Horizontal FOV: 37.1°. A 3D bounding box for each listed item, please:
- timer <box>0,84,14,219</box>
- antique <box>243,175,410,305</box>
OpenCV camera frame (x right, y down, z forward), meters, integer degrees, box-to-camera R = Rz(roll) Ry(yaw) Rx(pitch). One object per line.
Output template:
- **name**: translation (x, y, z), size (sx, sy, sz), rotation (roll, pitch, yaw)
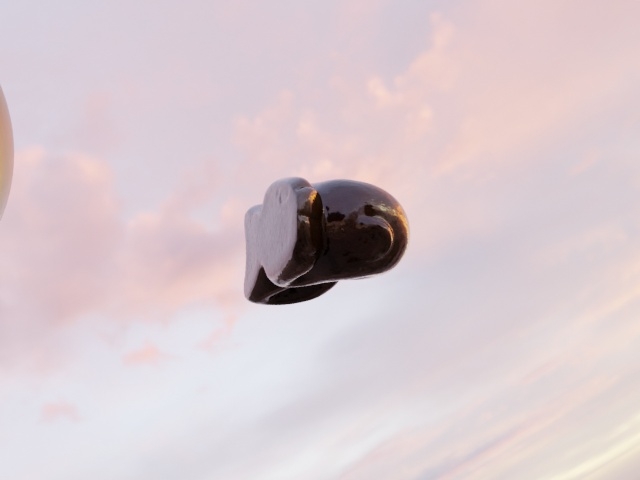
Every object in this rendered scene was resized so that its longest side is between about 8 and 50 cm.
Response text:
- **timer**: translation (-0.470, -0.108, 0.828), size (0.376, 0.387, 0.376), rotation (-43, -20, -20)
- **antique**: translation (0.000, 0.000, 1.034), size (0.143, 0.121, 0.257), rotation (2, -14, -21)
